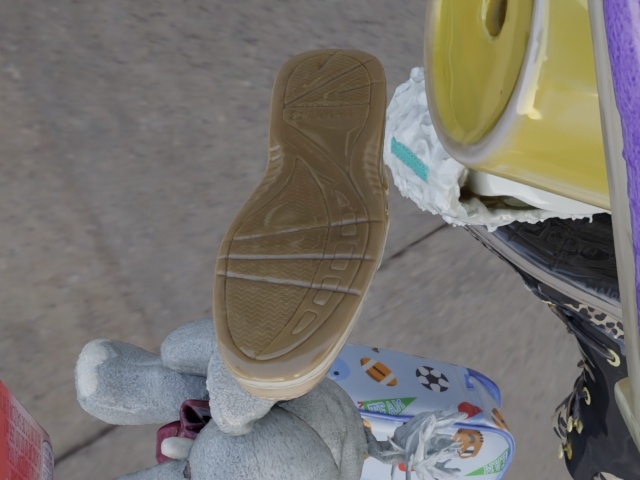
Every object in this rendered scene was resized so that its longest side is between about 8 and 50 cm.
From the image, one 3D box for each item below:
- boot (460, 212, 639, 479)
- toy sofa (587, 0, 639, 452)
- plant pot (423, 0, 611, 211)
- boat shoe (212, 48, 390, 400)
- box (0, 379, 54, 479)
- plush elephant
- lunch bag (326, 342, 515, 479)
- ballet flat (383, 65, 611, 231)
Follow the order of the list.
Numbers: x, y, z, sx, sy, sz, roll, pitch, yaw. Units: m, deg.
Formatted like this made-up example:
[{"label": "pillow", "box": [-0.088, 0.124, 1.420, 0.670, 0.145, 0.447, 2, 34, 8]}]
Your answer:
[{"label": "boot", "box": [0.243, 0.083, 1.552, 0.377, 0.284, 0.138, 31, 57, 18]}, {"label": "toy sofa", "box": [0.183, -0.031, 0.630, 0.150, 0.177, 0.362, -15, 127, -3]}, {"label": "plant pot", "box": [0.196, -0.113, 0.993, 0.239, 0.254, 0.254, 5, 95, -18]}, {"label": "boat shoe", "box": [0.000, 0.000, 0.695, 0.063, 0.170, 0.059, 3, 138, 13]}, {"label": "box", "box": [-0.149, 0.071, 0.397, 0.128, 0.257, 0.123, 0, 70, 4]}, {"label": "plush elephant", "box": [-0.066, 0.189, 1.405, 0.330, 0.255, 0.272, -12, 85, 18]}, {"label": "lunch bag", "box": [0.024, 0.220, 1.797, 0.303, 0.115, 0.243, 13, 126, -19]}, {"label": "ballet flat", "box": [0.245, -0.063, 1.218, 0.409, 0.147, 0.147, -7, 92, -8]}]
